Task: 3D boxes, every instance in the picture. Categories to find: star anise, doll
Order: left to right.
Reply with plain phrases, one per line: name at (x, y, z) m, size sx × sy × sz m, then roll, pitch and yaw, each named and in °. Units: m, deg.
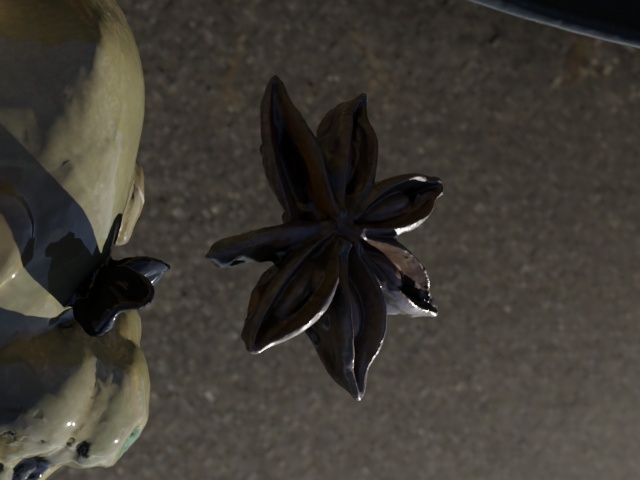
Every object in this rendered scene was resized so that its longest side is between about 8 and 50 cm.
doll at (-0.194, -0.001, 0.864) m, size 0.247 × 0.247 × 0.350 m, roll -11°, pitch 120°, yaw -49°
star anise at (0.013, 0.003, 1.136) m, size 0.197 × 0.073 × 0.212 m, roll 31°, pitch 64°, yaw -30°

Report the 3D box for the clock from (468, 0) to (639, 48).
clock at (0.127, -0.121, 0.342) m, size 0.386 × 0.386 × 0.076 m, roll 27°, pitch 71°, yaw -63°
